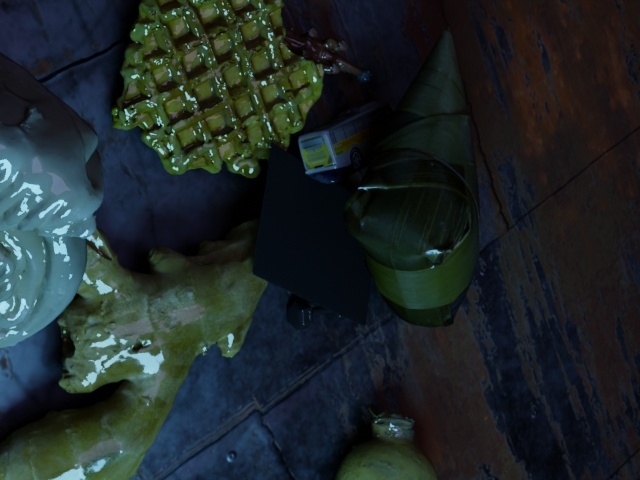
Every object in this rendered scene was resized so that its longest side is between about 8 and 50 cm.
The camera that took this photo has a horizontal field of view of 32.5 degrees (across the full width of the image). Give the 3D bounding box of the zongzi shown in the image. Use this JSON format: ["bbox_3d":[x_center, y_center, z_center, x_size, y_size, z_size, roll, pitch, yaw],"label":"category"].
[{"bbox_3d":[0.151,-0.071,1.432,0.289,0.154,0.317,69,37,-63],"label":"zongzi"}]

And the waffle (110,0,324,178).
[{"bbox_3d":[-0.108,-0.202,1.286,0.291,0.051,0.291,-11,113,-29],"label":"waffle"}]

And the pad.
[{"bbox_3d":[0.000,0.000,1.379,0.245,0.006,0.170,29,63,-50],"label":"pad"}]

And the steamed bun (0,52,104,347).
[{"bbox_3d":[-0.361,-0.077,1.017,0.324,0.309,0.219,16,45,-17],"label":"steamed bun"}]

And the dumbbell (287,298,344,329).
[{"bbox_3d":[-0.002,0.092,1.428,0.083,0.040,0.036,-9,69,-35],"label":"dumbbell"}]

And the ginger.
[{"bbox_3d":[-0.200,0.121,1.238,0.348,0.122,0.363,0,84,-28],"label":"ginger"}]

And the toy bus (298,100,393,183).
[{"bbox_3d":[0.040,-0.129,1.398,0.172,0.057,0.072,-34,110,-51],"label":"toy bus"}]

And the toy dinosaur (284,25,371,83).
[{"bbox_3d":[0.002,-0.234,1.388,0.154,0.055,0.049,21,79,-28],"label":"toy dinosaur"}]

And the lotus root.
[{"bbox_3d":[0.080,0.376,1.457,0.146,0.131,0.303,13,87,-38],"label":"lotus root"}]
